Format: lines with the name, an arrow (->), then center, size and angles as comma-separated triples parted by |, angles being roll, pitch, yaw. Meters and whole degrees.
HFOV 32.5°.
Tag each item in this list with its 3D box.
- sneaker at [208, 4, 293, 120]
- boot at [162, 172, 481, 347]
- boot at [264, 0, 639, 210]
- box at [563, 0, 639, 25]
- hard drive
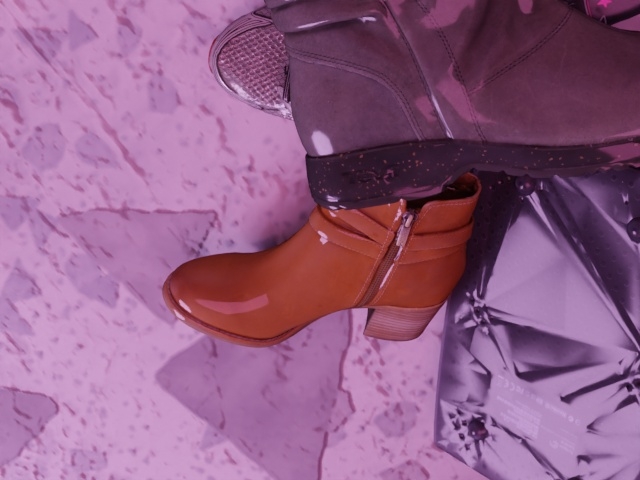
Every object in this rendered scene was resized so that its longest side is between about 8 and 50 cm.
sneaker -> 0.032, -0.100, 0.658 | 0.225, 0.093, 0.088 | 11, 109, 21
boot -> 0.000, 0.000, 0.715 | 0.197, 0.072, 0.152 | 2, 141, -12
boot -> 0.085, -0.111, 0.497 | 0.247, 0.083, 0.161 | -10, 108, 15
box -> 0.169, -0.214, 0.574 | 0.247, 0.163, 0.142 | -20, 110, 14
hard drive -> 0.163, 0.059, 0.719 | 0.172, 0.054, 0.254 | 27, 121, 38
